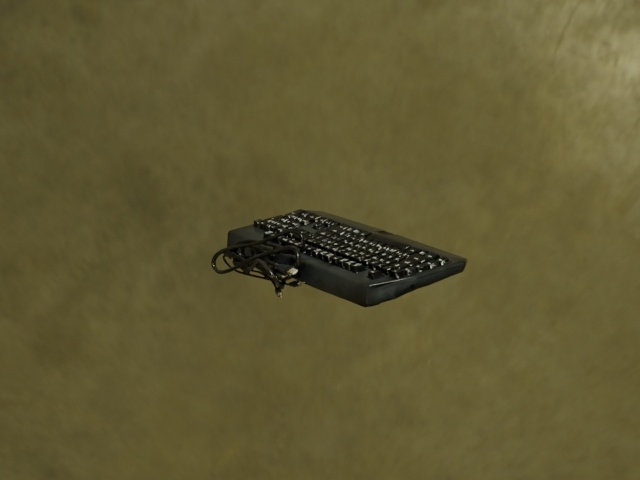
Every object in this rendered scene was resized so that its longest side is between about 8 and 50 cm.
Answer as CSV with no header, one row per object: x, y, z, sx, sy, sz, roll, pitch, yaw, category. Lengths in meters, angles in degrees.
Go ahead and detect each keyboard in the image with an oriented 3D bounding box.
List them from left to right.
0.000,0.000,0.985,0.100,0.192,0.038,-22,109,-25,keyboard
